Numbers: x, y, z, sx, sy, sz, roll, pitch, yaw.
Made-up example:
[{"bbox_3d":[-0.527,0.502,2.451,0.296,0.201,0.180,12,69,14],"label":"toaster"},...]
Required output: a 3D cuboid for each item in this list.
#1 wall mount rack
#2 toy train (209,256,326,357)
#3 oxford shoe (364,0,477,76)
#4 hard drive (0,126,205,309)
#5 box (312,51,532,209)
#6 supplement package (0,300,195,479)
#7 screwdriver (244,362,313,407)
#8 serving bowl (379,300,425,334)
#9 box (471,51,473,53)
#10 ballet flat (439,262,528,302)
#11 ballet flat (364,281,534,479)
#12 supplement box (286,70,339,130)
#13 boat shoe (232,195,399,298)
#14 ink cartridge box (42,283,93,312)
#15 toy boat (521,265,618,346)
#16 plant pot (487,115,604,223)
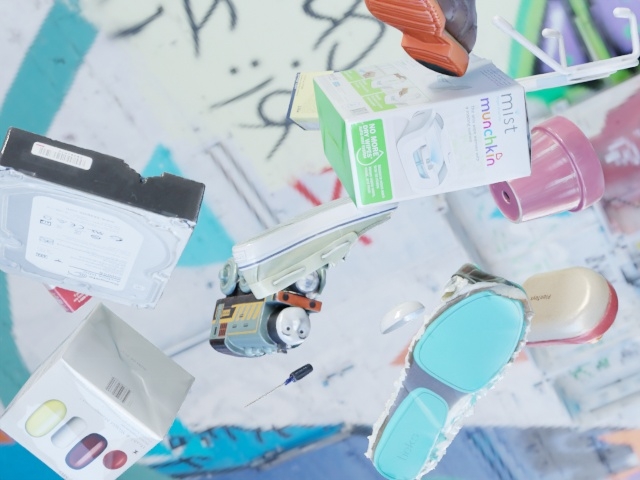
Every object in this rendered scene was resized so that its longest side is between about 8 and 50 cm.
[{"bbox_3d":[0.377,-0.332,1.888,0.350,0.304,0.131,-1,100,64],"label":"wall mount rack"},{"bbox_3d":[-0.104,0.128,2.038,0.142,0.334,0.190,16,-103,-27],"label":"toy train"},{"bbox_3d":[0.122,-0.285,1.234,0.098,0.096,0.271,-66,-22,-5],"label":"oxford shoe"},{"bbox_3d":[-0.293,-0.012,1.352,0.339,0.236,0.064,131,153,-63],"label":"hard drive"},{"bbox_3d":[0.127,-0.159,1.419,0.262,0.231,0.127,-117,17,-68],"label":"box"},{"bbox_3d":[-0.342,0.246,1.628,0.194,0.203,0.149,41,-147,-10],"label":"supplement package"},{"bbox_3d":[-0.078,0.284,2.049,0.170,0.024,0.025,-33,-92,-33],"label":"screwdriver"},{"bbox_3d":[0.128,0.121,1.734,0.027,0.083,0.083,58,-167,14],"label":"serving bowl"},{"bbox_3d":[0.253,-0.360,2.057,0.028,0.081,0.136,141,125,-68],"label":"box"},{"bbox_3d":[0.255,0.092,1.783,0.280,0.096,0.095,-169,60,-80],"label":"ballet flat"},{"bbox_3d":[0.189,0.197,1.620,0.146,0.409,0.147,21,-148,-14],"label":"ballet flat"},{"bbox_3d":[0.000,-0.227,1.739,0.056,0.083,0.083,30,-112,-52],"label":"supplement box"},{"bbox_3d":[0.000,0.000,1.699,0.109,0.302,0.094,1,112,65],"label":"boat shoe"},{"bbox_3d":[-0.501,-0.023,2.090,0.273,0.197,0.114,52,163,-9],"label":"ink cartridge box"},{"bbox_3d":[0.476,0.144,2.015,0.151,0.231,0.151,31,-110,-20],"label":"toy boat"},{"bbox_3d":[0.450,-0.129,2.186,0.201,0.180,0.201,58,167,22],"label":"plant pot"}]
